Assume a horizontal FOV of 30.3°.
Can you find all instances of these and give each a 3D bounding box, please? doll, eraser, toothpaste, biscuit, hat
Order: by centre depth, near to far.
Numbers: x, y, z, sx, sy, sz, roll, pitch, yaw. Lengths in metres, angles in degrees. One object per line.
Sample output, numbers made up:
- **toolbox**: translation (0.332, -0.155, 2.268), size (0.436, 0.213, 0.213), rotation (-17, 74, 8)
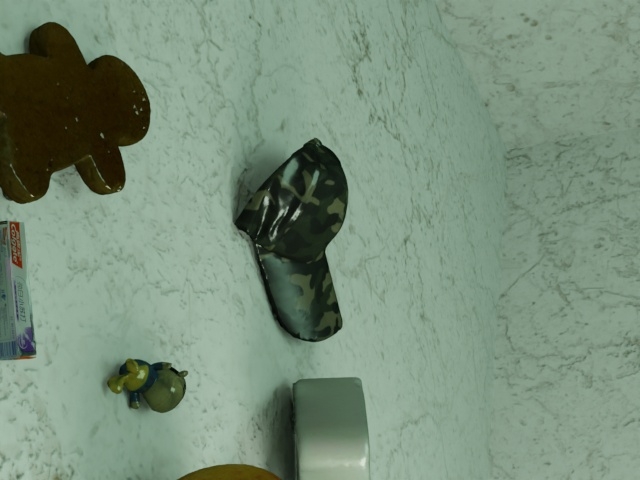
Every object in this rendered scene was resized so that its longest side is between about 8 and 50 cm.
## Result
- **toothpaste**: translation (-0.438, 0.071, 1.668), size (0.047, 0.040, 0.196), rotation (7, 75, -67)
- **biscuit**: translation (-0.396, -0.193, 1.814), size (0.283, 0.064, 0.432), rotation (69, 25, -6)
- **doll**: translation (-0.272, 0.235, 1.926), size (0.089, 0.102, 0.179), rotation (48, 14, 24)
- **eraser**: translation (0.021, 0.400, 2.338), size (0.331, 0.149, 0.331), rotation (176, -90, -88)
- **hat**: translation (0.000, 0.000, 2.466), size (0.382, 0.257, 0.366), rotation (56, 32, -8)

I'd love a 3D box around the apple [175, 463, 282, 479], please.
- **apple**: translation (-0.146, 0.502, 1.862), size (0.299, 0.275, 0.299), rotation (52, 24, -34)
